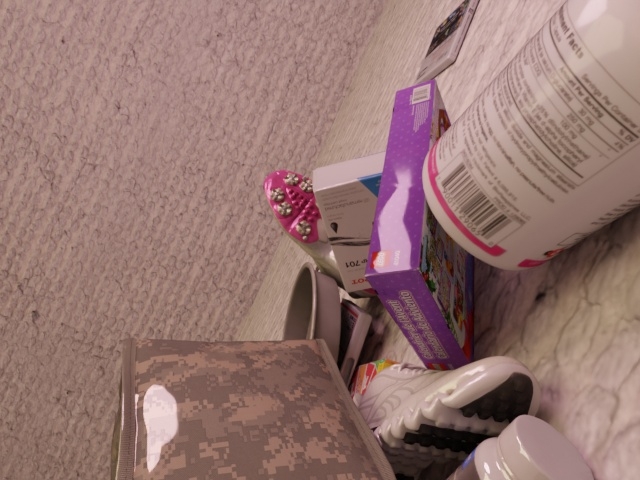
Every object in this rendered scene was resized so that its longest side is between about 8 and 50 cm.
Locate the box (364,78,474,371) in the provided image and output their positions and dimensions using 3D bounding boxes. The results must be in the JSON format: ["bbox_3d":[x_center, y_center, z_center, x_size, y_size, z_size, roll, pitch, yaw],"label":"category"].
[{"bbox_3d":[0.133,-0.021,0.568,0.057,0.201,0.293,-10,46,28],"label":"box"}]

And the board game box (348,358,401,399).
[{"bbox_3d":[0.052,0.306,0.686,0.124,0.039,0.259,133,155,-62],"label":"board game box"}]

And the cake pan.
[{"bbox_3d":[-0.024,0.186,0.847,0.293,0.054,0.293,-170,90,-79],"label":"cake pan"}]

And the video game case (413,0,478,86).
[{"bbox_3d":[0.296,-0.469,1.128,0.190,0.022,0.173,175,117,-78],"label":"video game case"}]

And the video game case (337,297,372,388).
[{"bbox_3d":[0.018,0.253,0.861,0.204,0.025,0.285,180,110,-84],"label":"video game case"}]

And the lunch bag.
[{"bbox_3d":[-0.070,0.231,0.441,0.287,0.235,0.168,-126,45,-59],"label":"lunch bag"}]

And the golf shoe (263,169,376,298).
[{"bbox_3d":[0.000,0.000,0.899,0.115,0.306,0.140,-40,-9,-24],"label":"golf shoe"}]

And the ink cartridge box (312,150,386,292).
[{"bbox_3d":[0.081,-0.027,0.717,0.082,0.140,0.190,-88,-18,-58],"label":"ink cartridge box"}]

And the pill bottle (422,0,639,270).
[{"bbox_3d":[0.225,-0.106,0.380,0.283,0.160,0.160,-49,20,49],"label":"pill bottle"}]

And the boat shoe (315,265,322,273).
[{"bbox_3d":[0.022,0.070,1.192,0.183,0.065,0.083,124,163,-46],"label":"boat shoe"}]

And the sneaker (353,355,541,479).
[{"bbox_3d":[0.102,0.176,0.502,0.292,0.110,0.118,127,157,-46],"label":"sneaker"}]

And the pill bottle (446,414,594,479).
[{"bbox_3d":[0.138,0.206,0.370,0.137,0.078,0.078,-61,13,24],"label":"pill bottle"}]
